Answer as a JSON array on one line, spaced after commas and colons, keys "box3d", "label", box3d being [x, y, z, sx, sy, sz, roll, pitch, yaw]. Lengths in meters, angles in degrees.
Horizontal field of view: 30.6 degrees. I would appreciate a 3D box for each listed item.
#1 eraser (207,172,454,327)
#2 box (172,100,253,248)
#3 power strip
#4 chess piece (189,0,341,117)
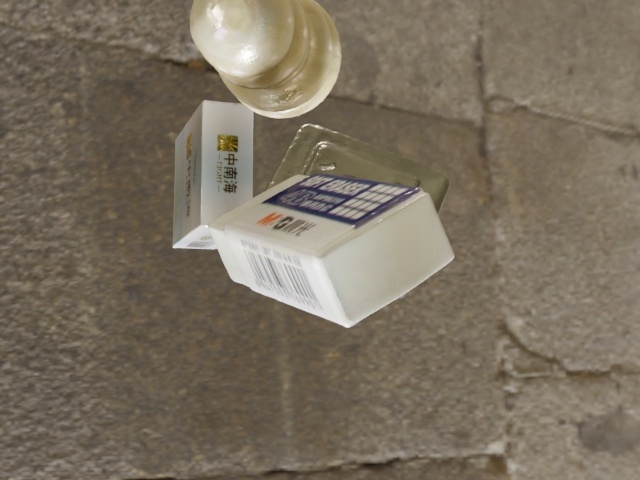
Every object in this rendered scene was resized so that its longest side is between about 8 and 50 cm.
[{"box3d": [0.000, 0.000, 1.119, 0.124, 0.279, 0.081, -31, 109, -19], "label": "eraser"}, {"box3d": [-0.139, -0.076, 1.475, 0.067, 0.243, 0.155, 1, 82, -15], "label": "box"}, {"box3d": [0.042, -0.038, 1.761, 0.257, 0.092, 0.251, 23, 46, 6], "label": "power strip"}, {"box3d": [-0.064, -0.209, 1.187, 0.261, 0.142, 0.143, 5, 76, -80], "label": "chess piece"}]
